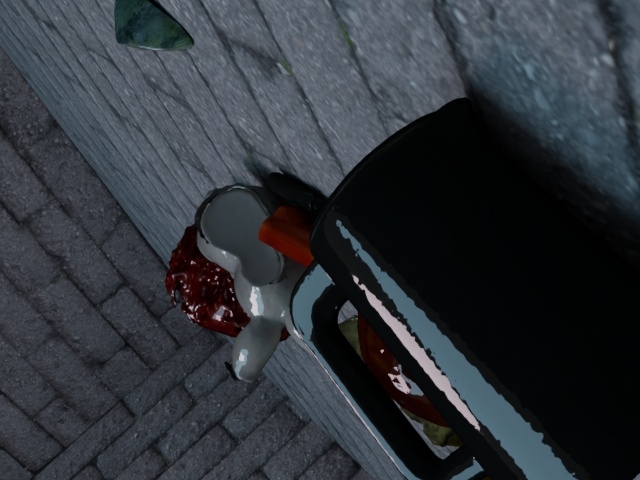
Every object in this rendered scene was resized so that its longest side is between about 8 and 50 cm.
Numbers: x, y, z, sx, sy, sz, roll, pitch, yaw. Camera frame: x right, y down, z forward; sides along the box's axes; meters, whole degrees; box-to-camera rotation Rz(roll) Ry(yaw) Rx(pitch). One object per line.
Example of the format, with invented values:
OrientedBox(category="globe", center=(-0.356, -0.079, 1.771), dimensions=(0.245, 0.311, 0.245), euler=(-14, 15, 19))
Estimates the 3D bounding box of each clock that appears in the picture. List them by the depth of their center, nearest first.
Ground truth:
OrientedBox(category="clock", center=(0.000, 0.000, 1.284), dimensions=(0.113, 0.061, 0.155), euler=(3, -163, -36))

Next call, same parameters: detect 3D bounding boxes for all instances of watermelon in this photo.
OrientedBox(category="watermelon", center=(-0.247, -0.306, 1.310), dimensions=(0.094, 0.081, 0.180), euler=(26, -169, -43))

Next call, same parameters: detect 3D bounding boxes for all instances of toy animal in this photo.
OrientedBox(category="toy animal", center=(-0.094, 0.050, 1.429), dimensions=(0.154, 0.208, 0.325), euler=(45, -147, -59))

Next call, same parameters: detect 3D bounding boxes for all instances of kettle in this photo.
OrientedBox(category="kettle", center=(0.144, 0.073, 0.765), dimensions=(0.308, 0.203, 0.262), euler=(48, 152, 17))

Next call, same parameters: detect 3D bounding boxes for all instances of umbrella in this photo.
OrientedBox(category="umbrella", center=(-0.033, -0.068, 1.324), dimensions=(0.036, 0.031, 0.133), euler=(15, -169, -39))

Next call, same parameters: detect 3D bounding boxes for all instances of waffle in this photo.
OrientedBox(category="waffle", center=(0.139, 0.225, 1.426), dimensions=(0.248, 0.055, 0.221), euler=(44, -177, 21))

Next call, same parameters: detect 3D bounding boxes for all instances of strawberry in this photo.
OrientedBox(category="strawberry", center=(-0.139, 0.050, 1.631), dimensions=(0.274, 0.274, 0.220), euler=(42, 128, 27))

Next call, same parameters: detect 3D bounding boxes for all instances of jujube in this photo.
OrientedBox(category="jujube", center=(0.126, 0.095, 0.973), dimensions=(0.190, 0.190, 0.255), euler=(52, 175, -14))

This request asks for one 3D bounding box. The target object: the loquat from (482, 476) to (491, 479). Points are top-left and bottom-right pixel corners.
OrientedBox(category="loquat", center=(0.292, 0.475, 1.336), dimensions=(0.276, 0.276, 0.284), euler=(46, 170, 11))
